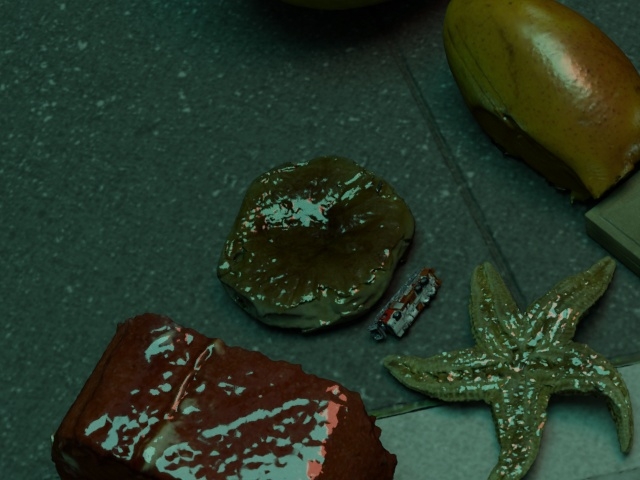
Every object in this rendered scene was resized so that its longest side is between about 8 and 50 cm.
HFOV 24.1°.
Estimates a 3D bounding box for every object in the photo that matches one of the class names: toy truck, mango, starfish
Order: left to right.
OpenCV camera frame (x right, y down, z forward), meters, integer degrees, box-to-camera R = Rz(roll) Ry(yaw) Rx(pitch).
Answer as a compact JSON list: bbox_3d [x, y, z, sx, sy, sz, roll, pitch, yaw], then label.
[{"bbox_3d":[0.077,0.059,1.378,0.032,0.024,0.083,11,54,47],"label":"toy truck"},{"bbox_3d":[0.172,0.107,1.313,0.236,0.062,0.277,15,64,29],"label":"starfish"},{"bbox_3d":[0.212,-0.147,1.421,0.126,0.154,0.252,-36,68,-21],"label":"mango"}]

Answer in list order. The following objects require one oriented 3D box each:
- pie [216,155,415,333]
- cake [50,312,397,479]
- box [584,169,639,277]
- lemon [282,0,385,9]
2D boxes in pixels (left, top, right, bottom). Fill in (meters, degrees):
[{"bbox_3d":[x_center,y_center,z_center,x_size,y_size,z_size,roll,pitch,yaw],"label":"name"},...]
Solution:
[{"bbox_3d":[0.000,0.000,1.426,0.195,0.046,0.195,-6,55,8],"label":"pie"},{"bbox_3d":[-0.081,0.184,1.239,0.283,0.177,0.151,17,61,18],"label":"cake"},{"bbox_3d":[0.298,-0.015,1.369,0.079,0.035,0.083,-37,56,-13],"label":"box"},{"bbox_3d":[0.027,-0.393,1.537,0.336,0.336,0.336,-7,54,9],"label":"lemon"}]
